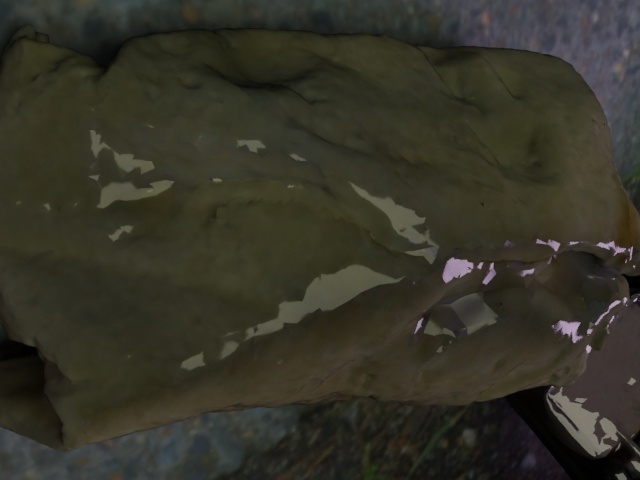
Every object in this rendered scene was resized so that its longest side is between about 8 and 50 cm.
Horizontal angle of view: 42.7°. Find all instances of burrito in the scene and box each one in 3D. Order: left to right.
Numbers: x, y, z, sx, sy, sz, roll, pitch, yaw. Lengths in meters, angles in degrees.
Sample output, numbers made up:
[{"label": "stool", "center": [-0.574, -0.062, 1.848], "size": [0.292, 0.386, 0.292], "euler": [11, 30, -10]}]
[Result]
[{"label": "burrito", "center": [0.000, 0.004, 0.389], "size": [0.331, 0.135, 0.190], "euler": [-4, 116, -30]}]

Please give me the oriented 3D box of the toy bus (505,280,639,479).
[{"label": "toy bus", "center": [0.244, 0.177, 0.546], "size": [0.112, 0.138, 0.317], "euler": [-40, 98, -14]}]
